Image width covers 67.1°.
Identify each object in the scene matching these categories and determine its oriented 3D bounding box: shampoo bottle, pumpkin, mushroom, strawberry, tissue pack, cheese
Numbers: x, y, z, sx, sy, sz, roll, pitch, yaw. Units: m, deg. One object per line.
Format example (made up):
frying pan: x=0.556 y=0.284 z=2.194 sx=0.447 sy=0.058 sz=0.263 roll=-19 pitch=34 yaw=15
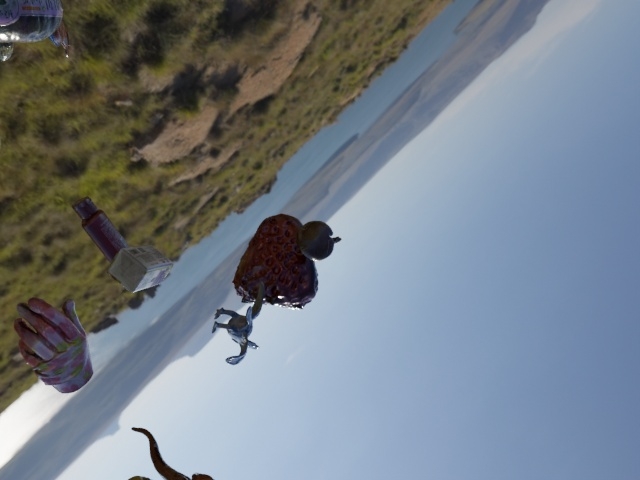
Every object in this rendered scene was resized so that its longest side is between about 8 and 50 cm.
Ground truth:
shampoo bottle: x=-0.816 y=-0.019 z=1.831 sx=0.076 sy=0.314 sz=0.118 roll=-17 pitch=-150 yaw=18
pumpkin: x=-0.688 y=-0.476 z=1.013 sx=0.260 sy=0.261 sz=0.189 roll=-50 pitch=145 yaw=-60
mushroom: x=0.001 y=0.000 z=1.614 sx=0.171 sy=0.135 sz=0.080 roll=-6 pitch=-177 yaw=-41
strawberry: x=-0.157 y=0.076 z=1.800 sx=0.295 sy=0.318 sz=0.344 roll=31 pitch=66 yaw=-77
tissue pack: x=-0.527 y=0.081 z=1.418 sx=0.099 sy=0.106 sz=0.149 roll=-54 pitch=173 yaw=10
cheese: x=-0.738 y=-0.588 z=1.362 sx=0.037 sy=0.106 sz=0.256 roll=-3 pitch=-174 yaw=-15

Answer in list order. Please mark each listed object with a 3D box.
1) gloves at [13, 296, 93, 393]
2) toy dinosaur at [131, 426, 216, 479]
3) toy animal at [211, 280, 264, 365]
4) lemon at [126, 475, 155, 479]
gloves: x=-0.614 y=0.237 z=1.125 sx=0.145 sy=0.126 sz=0.241 roll=-29 pitch=132 yaw=-29
toy dinosaur: x=-0.231 y=0.489 z=0.921 sx=0.097 sy=0.432 sz=0.208 roll=-41 pitch=163 yaw=-20
toy animal: x=-0.210 y=0.238 z=1.336 sx=0.255 sy=0.176 sz=0.239 roll=-32 pitch=-142 yaw=52
lemon: x=-0.523 y=0.790 z=1.386 sx=0.170 sy=0.170 sz=0.207 roll=-43 pitch=-141 yaw=48
